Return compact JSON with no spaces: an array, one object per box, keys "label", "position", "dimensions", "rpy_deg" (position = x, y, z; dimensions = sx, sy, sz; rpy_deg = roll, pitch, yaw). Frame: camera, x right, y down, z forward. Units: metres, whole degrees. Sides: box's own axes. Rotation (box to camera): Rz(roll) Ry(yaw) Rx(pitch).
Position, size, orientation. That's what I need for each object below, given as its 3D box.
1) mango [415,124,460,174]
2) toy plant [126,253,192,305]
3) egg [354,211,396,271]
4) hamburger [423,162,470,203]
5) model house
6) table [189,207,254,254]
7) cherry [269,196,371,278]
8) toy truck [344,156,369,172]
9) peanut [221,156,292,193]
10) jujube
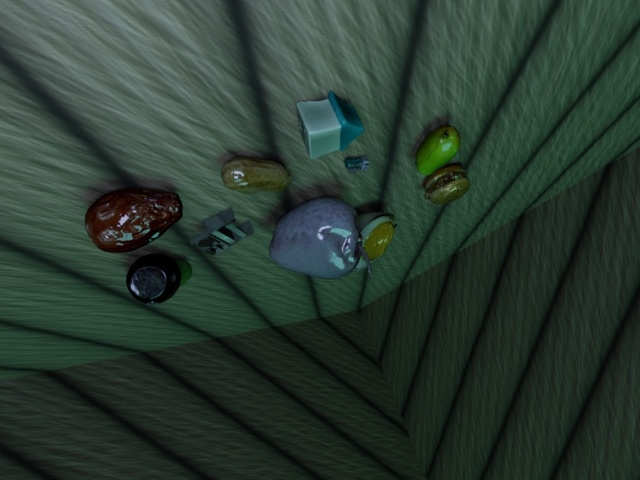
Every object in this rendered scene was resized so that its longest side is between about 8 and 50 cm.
[{"label":"mango","position":[0.388,-0.297,1.357],"dimensions":[0.126,0.111,0.232],"rpy_deg":[-13,160,-9]},{"label":"toy plant","position":[-0.572,0.130,1.441],"dimensions":[0.218,0.175,0.235],"rpy_deg":[-10,-175,-11]},{"label":"egg","position":[0.180,-0.027,1.770],"dimensions":[0.265,0.174,0.286],"rpy_deg":[1,126,-47]},{"label":"hamburger","position":[0.511,-0.218,1.672],"dimensions":[0.191,0.117,0.182],"rpy_deg":[-25,157,22]},{"label":"model house","position":[0.025,-0.292,1.028],"dimensions":[0.149,0.100,0.127],"rpy_deg":[-17,160,-6]},{"label":"table","position":[-0.336,-0.028,1.390],"dimensions":[0.176,0.062,0.146],"rpy_deg":[-25,159,8]},{"label":"cherry","position":[0.000,-0.007,1.456],"dimensions":[0.335,0.291,0.326],"rpy_deg":[13,150,-12]},{"label":"toy truck","position":[0.117,-0.248,1.319],"dimensions":[0.084,0.039,0.044],"rpy_deg":[-11,143,-22]},{"label":"peanut","position":[-0.175,-0.178,1.134],"dimensions":[0.226,0.095,0.108],"rpy_deg":[-6,170,-44]},{"label":"jujube","position":[-0.472,-0.059,1.056],"dimensions":[0.237,0.168,0.168],"rpy_deg":[-21,161,-20]}]
